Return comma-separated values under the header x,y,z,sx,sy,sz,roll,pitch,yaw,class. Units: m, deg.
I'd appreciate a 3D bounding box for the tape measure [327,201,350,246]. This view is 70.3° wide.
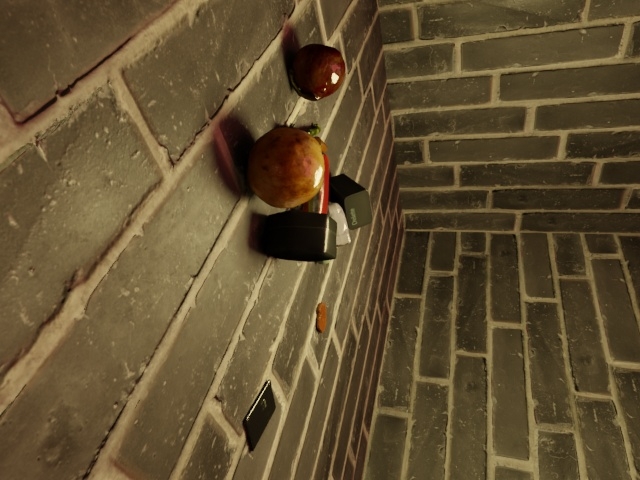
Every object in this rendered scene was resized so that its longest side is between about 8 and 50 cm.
x,y,z,sx,sy,sz,roll,pitch,yaw,class
0.053,-0.061,1.903,0.178,0.105,0.196,109,-36,-83,tape measure

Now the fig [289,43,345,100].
x,y,z,sx,sy,sz,roll,pitch,yaw,class
-0.014,-0.588,1.605,0.205,0.205,0.206,1,90,-71,fig

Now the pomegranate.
x,y,z,sx,sy,sz,roll,pitch,yaw,class
-0.094,-0.205,1.291,0.248,0.248,0.249,1,90,-71,pomegranate

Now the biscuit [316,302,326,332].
x,y,z,sx,sy,sz,roll,pitch,yaw,class
0.004,0.332,1.953,0.102,0.019,0.131,-23,113,-70,biscuit

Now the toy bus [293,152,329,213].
x,y,z,sx,sy,sz,roll,pitch,yaw,class
-0.032,-0.205,1.651,0.121,0.119,0.265,6,86,-73,toy bus

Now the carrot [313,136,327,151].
x,y,z,sx,sy,sz,roll,pitch,yaw,class
0.003,-0.385,1.860,0.139,0.048,0.048,13,79,-72,carrot

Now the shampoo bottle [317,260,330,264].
x,y,z,sx,sy,sz,roll,pitch,yaw,class
0.000,0.000,1.854,0.065,0.065,0.205,-62,148,-53,shampoo bottle

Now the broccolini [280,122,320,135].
x,y,z,sx,sy,sz,roll,pitch,yaw,class
-0.070,-0.400,1.653,0.392,0.078,0.074,-59,135,-69,broccolini

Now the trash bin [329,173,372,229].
x,y,z,sx,sy,sz,roll,pitch,yaw,class
0.119,-0.176,1.969,0.225,0.114,0.165,-128,-160,-54,trash bin

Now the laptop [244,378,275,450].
x,y,z,sx,sy,sz,roll,pitch,yaw,class
-0.185,0.540,1.412,0.180,0.016,0.129,-54,140,-58,laptop

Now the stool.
x,y,z,sx,sy,sz,roll,pitch,yaw,class
-0.060,-0.012,1.442,0.232,0.232,0.141,29,62,-69,stool
